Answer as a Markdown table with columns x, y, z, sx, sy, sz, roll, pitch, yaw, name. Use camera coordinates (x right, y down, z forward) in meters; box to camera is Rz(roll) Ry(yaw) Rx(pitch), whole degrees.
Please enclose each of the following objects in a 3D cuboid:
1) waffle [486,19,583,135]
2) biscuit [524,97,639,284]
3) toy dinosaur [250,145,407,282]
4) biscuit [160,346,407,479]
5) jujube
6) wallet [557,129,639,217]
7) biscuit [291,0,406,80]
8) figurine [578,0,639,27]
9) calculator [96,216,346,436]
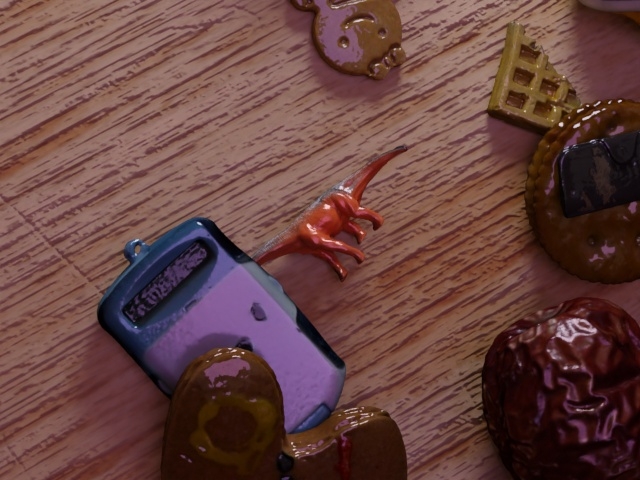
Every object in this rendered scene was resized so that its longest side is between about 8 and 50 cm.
| x | y | z | sx | sy | sz | roll | pitch | yaw | name |
| --- | --- | --- | --- | --- | --- | --- | --- | --- | --- |
| 0.295 | -0.171 | 1.795 | 0.191 | 0.032 | 0.125 | 17 | 80 | -16 | waffle |
| 0.341 | -0.056 | 1.763 | 0.221 | 0.066 | 0.220 | -3 | 101 | -14 | biscuit |
| -0.001 | 0.001 | 1.693 | 0.101 | 0.055 | 0.279 | 39 | 80 | -1 | toy dinosaur |
| -0.031 | 0.240 | 1.620 | 0.277 | 0.052 | 0.262 | 2 | 112 | -15 | biscuit |
| 0.281 | 0.190 | 1.677 | 0.213 | 0.213 | 0.232 | -28 | 95 | -15 | jujube |
| 0.338 | -0.079 | 1.715 | 0.157 | 0.018 | 0.082 | -12 | 104 | -16 | wallet |
| 0.030 | -0.272 | 1.726 | 0.134 | 0.027 | 0.184 | -1 | 88 | -17 | biscuit |
| 0.422 | -0.265 | 1.807 | 0.250 | 0.166 | 0.141 | -3 | 127 | 8 | figurine |
| -0.105 | 0.107 | 1.646 | 0.173 | 0.051 | 0.293 | -43 | 99 | 0 | calculator |
